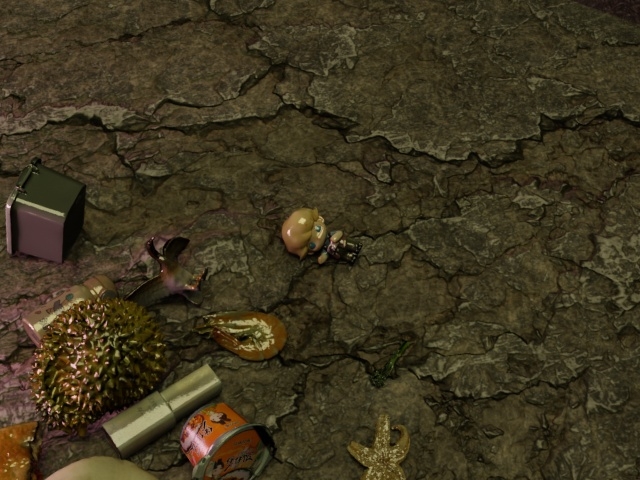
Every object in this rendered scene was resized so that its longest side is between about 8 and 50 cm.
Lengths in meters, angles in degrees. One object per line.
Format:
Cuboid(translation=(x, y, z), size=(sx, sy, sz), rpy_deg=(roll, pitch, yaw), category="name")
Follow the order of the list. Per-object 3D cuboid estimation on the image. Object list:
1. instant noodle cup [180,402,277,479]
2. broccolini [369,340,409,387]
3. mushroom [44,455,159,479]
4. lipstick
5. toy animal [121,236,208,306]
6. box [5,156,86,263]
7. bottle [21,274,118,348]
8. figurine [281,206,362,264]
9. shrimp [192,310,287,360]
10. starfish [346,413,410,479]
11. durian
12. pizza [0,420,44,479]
Cuboid(translation=(-0.201, 0.406, 1.715), size=(0.125, 0.208, 0.177), rpy_deg=(37, 99, 37), category="instant noodle cup")
Cuboid(translation=(0.155, 0.276, 1.927), size=(0.035, 0.030, 0.140), rpy_deg=(0, 37, 42), category="broccolini")
Cuboid(translation=(-0.411, 0.515, 1.596), size=(0.254, 0.234, 0.260), rpy_deg=(-35, 106, -9), category="mushroom")
Cuboid(translation=(-0.328, 0.353, 1.788), size=(0.253, 0.077, 0.079), rpy_deg=(-32, 63, -25), category="lipstick")
Cuboid(translation=(-0.335, 0.061, 1.950), size=(0.160, 0.197, 0.272), rpy_deg=(21, 50, 7), category="toy animal")
Cuboid(translation=(-0.634, -0.059, 1.986), size=(0.135, 0.243, 0.163), rpy_deg=(21, 52, -5), category="box")
Cuboid(translation=(-0.546, 0.157, 1.901), size=(0.209, 0.097, 0.110), rpy_deg=(-37, 31, -27), category="bottle")
Cuboid(translation=(0.000, 0.000, 2.077), size=(0.196, 0.114, 0.108), rpy_deg=(27, 31, 2), category="figurine")
Cuboid(translation=(-0.182, 0.212, 1.928), size=(0.217, 0.051, 0.115), rpy_deg=(6, 55, -4), category="shrimp")
Cuboid(translation=(0.122, 0.458, 1.766), size=(0.150, 0.053, 0.209), rpy_deg=(27, 57, 20), category="starfish")
Cuboid(translation=(-0.465, 0.247, 1.753), size=(0.293, 0.258, 0.258), rpy_deg=(-39, 61, 3), category="durian")
Cuboid(translation=(-0.643, 0.518, 1.615), size=(0.278, 0.114, 0.409), rpy_deg=(21, 55, 12), category="pizza")
